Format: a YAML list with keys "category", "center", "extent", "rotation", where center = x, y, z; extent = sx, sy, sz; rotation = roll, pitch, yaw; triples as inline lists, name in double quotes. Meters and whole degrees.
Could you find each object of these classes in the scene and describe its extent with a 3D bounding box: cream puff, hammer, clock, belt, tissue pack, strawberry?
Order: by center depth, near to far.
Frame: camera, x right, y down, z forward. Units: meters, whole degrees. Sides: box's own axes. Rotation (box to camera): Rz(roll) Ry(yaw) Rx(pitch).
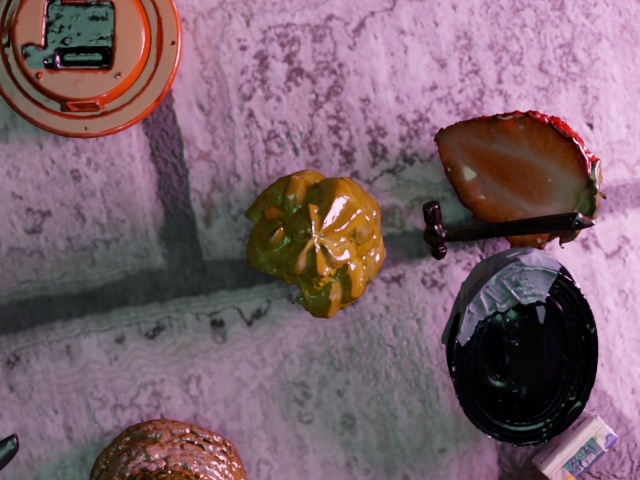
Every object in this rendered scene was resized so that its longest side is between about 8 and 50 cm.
- category: "cream puff"
  center: [-0.155, 0.275, 1.034]
  extent: [0.183, 0.169, 0.183]
  rotation: [0, 92, -1]
- category: "cream puff"
  center: [0.000, 0.000, 1.055]
  extent: [0.121, 0.156, 0.156]
  rotation: [-34, 91, 17]
- category: "hammer"
  center: [0.187, -0.015, 1.070]
  extent: [0.178, 0.021, 0.065]
  rotation: [-5, 114, 29]
- category: "belt"
  center: [0.200, 0.104, 1.073]
  extent: [0.151, 0.078, 0.198]
  rotation: [4, 105, 1]
- category: "clock"
  center: [-0.244, -0.207, 1.087]
  extent: [0.205, 0.051, 0.205]
  rotation: [0, 91, -3]
- category: "strawberry"
  center: [0.203, -0.069, 1.087]
  extent: [0.187, 0.082, 0.147]
  rotation: [27, 115, 6]
- category: "tissue pack"
  center: [0.263, 0.218, 1.100]
  extent: [0.083, 0.062, 0.042]
  rotation: [-44, 90, -2]

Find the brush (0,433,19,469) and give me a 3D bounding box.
- category: "brush"
  center: [-0.386, 0.273, 1.103]
  extent: [0.193, 0.016, 0.063]
  rotation: [-42, 92, -1]
